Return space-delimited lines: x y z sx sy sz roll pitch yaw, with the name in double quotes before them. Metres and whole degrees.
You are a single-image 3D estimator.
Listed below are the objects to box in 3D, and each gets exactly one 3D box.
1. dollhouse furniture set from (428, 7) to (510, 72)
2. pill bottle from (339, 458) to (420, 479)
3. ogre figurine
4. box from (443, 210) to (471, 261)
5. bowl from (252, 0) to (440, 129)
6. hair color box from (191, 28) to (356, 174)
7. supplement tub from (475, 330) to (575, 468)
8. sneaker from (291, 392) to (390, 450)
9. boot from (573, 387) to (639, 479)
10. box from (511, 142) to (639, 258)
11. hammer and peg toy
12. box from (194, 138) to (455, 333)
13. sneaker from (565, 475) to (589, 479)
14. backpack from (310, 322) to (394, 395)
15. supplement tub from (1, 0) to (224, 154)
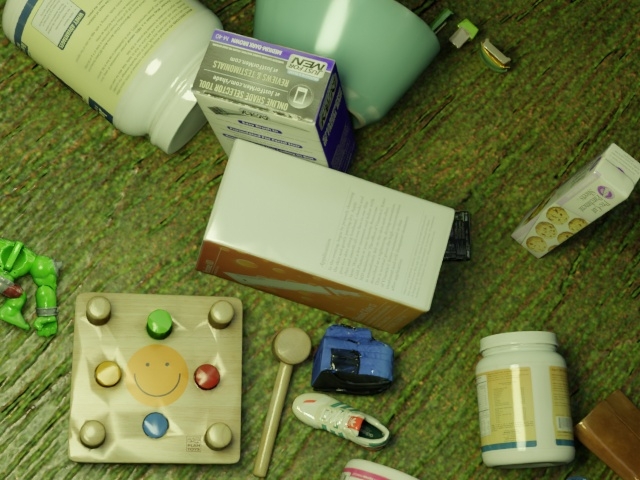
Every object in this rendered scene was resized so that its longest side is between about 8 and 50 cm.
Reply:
"dollhouse furniture set" 0.252 -0.327 2.060 0.151 0.076 0.058 43 85 5
"pill bottle" 0.063 0.479 1.753 0.160 0.160 0.283 24 73 -3
"ogre figurine" -0.472 0.057 1.805 0.197 0.097 0.118 24 83 8
"box" 0.214 -0.008 1.989 0.067 0.018 0.083 1 75 -10
"bowl" 0.015 -0.285 1.888 0.311 0.311 0.163 24 81 -3
"hair color box" -0.059 -0.180 1.796 0.185 0.339 0.110 16 78 11
"supplement tub" 0.317 0.250 1.871 0.144 0.144 0.200 1 75 -10
"sneaker" 0.036 0.274 1.848 0.161 0.075 0.057 25 72 -3
"boot" 0.561 0.353 1.919 0.264 0.096 0.280 -23 58 -39
"box" 0.394 -0.055 1.876 0.067 0.324 0.063 38 68 -1
"hammer and peg toy" -0.190 0.213 1.796 0.361 0.127 0.266 3 74 -10
"box" 0.000 0.000 1.842 0.345 0.215 0.168 18 74 -5
"sneaker" 0.413 0.487 1.865 0.081 0.090 0.232 -2 54 -10
"backpack" 0.055 0.186 1.865 0.120 0.098 0.101 10 70 -7
"supplement tub" -0.299 -0.311 1.864 0.325 0.235 0.235 39 72 2
